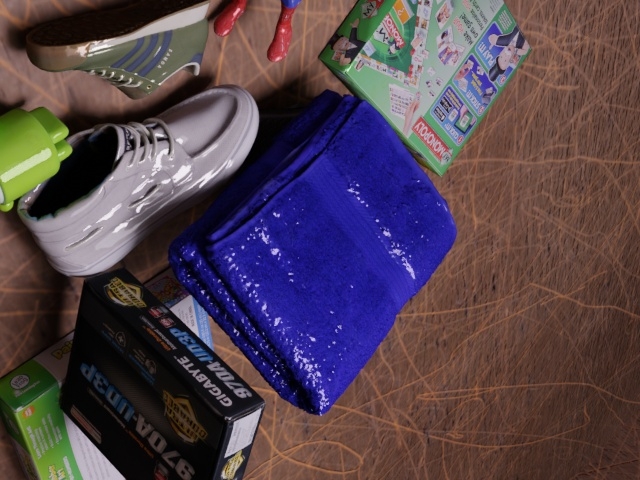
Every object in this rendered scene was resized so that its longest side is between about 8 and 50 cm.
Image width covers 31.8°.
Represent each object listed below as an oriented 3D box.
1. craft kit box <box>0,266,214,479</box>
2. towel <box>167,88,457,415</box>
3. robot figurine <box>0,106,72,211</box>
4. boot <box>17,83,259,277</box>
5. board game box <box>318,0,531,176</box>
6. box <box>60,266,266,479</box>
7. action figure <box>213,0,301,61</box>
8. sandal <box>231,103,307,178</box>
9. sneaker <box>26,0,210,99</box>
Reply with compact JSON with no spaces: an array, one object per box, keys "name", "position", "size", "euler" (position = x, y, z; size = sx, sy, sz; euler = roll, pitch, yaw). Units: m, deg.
[{"name":"craft kit box","position":[-0.227,0.186,1.268],"size":[0.246,0.061,0.250],"euler":[-37,144,-30]},{"name":"towel","position":[0.010,-0.001,1.134],"size":[0.076,0.228,0.308],"euler":[-31,-166,49]},{"name":"robot figurine","position":[-0.272,-0.069,0.964],"size":[0.115,0.067,0.101],"euler":[-37,155,-25]},{"name":"boot","position":[-0.166,-0.076,1.058],"size":[0.258,0.095,0.123],"euler":[-45,159,-13]},{"name":"board game box","position":[0.140,-0.229,1.373],"size":[0.213,0.046,0.317],"euler":[-54,148,0]},{"name":"box","position":[-0.157,0.157,1.072],"size":[0.051,0.220,0.175],"euler":[-20,138,-43]},{"name":"action figure","position":[-0.046,-0.230,0.963],"size":[0.280,0.091,0.139],"euler":[118,-5,-60]},{"name":"sandal","position":[-0.028,-0.116,1.264],"size":[0.254,0.054,0.097],"euler":[2,110,-42]},{"name":"sneaker","position":[-0.173,-0.162,1.008],"size":[0.192,0.064,0.086],"euler":[-28,134,-40]}]
